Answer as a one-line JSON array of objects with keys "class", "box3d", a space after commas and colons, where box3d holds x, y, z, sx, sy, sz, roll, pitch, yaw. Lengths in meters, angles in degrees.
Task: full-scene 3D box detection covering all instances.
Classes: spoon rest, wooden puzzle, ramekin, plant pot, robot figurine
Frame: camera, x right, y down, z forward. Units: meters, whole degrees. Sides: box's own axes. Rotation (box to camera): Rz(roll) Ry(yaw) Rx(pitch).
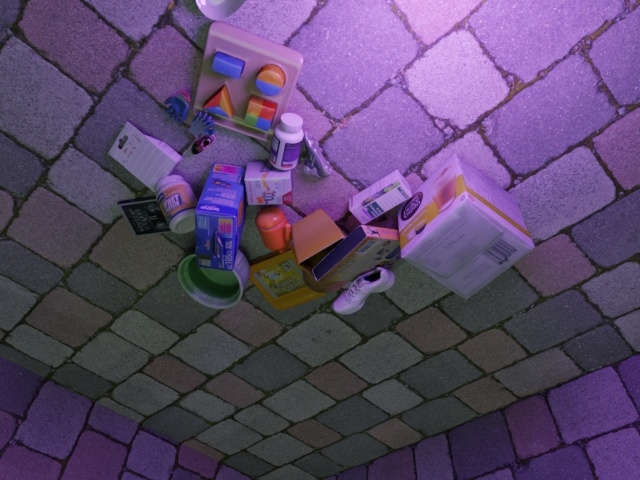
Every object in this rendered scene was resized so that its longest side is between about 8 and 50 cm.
[{"class": "spoon rest", "box3d": [-0.254, -0.760, 1.452, 0.277, 0.084, 0.137, -11, 127, 11]}, {"class": "wooden puzzle", "box3d": [-0.261, -0.525, 1.645, 0.323, 0.080, 0.347, 18, 128, -10]}, {"class": "ramekin", "box3d": [-0.461, 0.143, 2.120, 0.304, 0.148, 0.303, 9, 125, 12]}, {"class": "plant pot", "box3d": [0.000, 0.000, 1.943, 0.212, 0.187, 0.212, -30, 153, 8]}, {"class": "plant pot", "box3d": [0.032, 0.135, 2.161, 0.237, 0.032, 0.236, -6, 122, -9]}, {"class": "robot figurine", "box3d": [-0.193, -0.049, 1.995, 0.128, 0.158, 0.219, -24, 127, -6]}]

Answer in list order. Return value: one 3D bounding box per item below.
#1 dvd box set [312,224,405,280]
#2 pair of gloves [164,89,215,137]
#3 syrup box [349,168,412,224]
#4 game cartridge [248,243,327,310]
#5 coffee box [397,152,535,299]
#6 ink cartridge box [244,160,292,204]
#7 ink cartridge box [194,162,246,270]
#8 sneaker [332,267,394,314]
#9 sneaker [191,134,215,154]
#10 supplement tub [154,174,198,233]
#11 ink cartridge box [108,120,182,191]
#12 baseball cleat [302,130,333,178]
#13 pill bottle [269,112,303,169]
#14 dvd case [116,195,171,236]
[{"class": "dvd box set", "box3d": [0.209, 0.065, 1.966, 0.421, 0.062, 0.307, 5, 140, -46]}, {"class": "pair of gloves", "box3d": [-0.470, -0.444, 1.719, 0.198, 0.023, 0.159, 43, 145, -19]}, {"class": "syrup box", "box3d": [0.235, -0.169, 1.892, 0.237, 0.096, 0.093, -31, 121, 24]}, {"class": "game cartridge", "box3d": [-0.164, 0.186, 2.233, 0.286, 0.052, 0.323, -22, 123, 20]}, {"class": "coffee box", "box3d": [0.530, -0.055, 1.813, 0.338, 0.334, 0.337, 31, 125, -18]}, {"class": "ink cartridge box", "box3d": [-0.198, -0.223, 1.849, 0.177, 0.127, 0.128, -2, 130, 1]}, {"class": "ink cartridge box", "box3d": [-0.377, -0.074, 1.814, 0.151, 0.395, 0.269, 8, 129, -3]}, {"class": "sneaker", "box3d": [0.166, 0.202, 2.016, 0.297, 0.111, 0.129, -38, 145, 7]}, {"class": "sneaker", "box3d": [-0.450, -0.359, 1.805, 0.119, 0.057, 0.047, -32, 122, 27]}, {"class": "supplement tub", "box3d": [-0.557, -0.143, 1.877, 0.144, 0.199, 0.144, -28, 161, -10]}, {"class": "ink cartridge box", "box3d": [-0.682, -0.329, 1.859, 0.232, 0.066, 0.189, 43, 121, -7]}, {"class": "baseball cleat", "box3d": [-0.037, -0.314, 1.808, 0.110, 0.072, 0.205, -18, 122, 25]}, {"class": "pill bottle", "box3d": [-0.121, -0.361, 1.736, 0.108, 0.108, 0.193, 12, 137, -6]}, {"class": "dvd case", "box3d": [-0.723, -0.105, 2.045, 0.239, 0.029, 0.179, -7, 128, 9]}]
